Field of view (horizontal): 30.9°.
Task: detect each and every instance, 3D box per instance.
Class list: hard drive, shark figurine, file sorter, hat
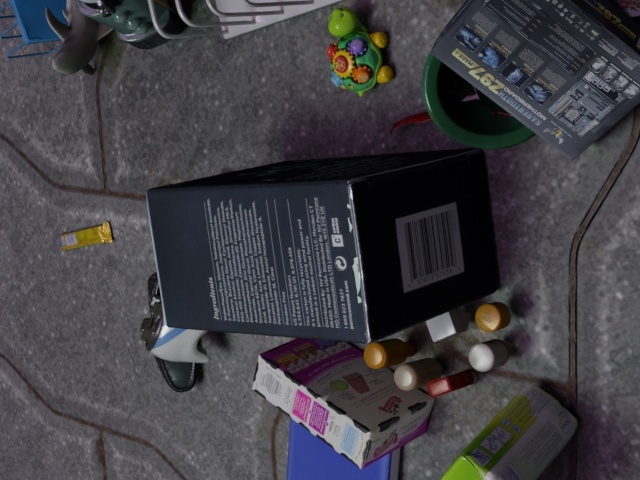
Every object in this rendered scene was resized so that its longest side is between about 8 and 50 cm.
[{"bbox_3d":[0.030,0.419,1.883,0.210,0.040,0.319,15,107,39],"label":"hard drive"},{"bbox_3d":[-0.415,-0.409,2.058,0.116,0.166,0.278,-16,72,19],"label":"shark figurine"},{"bbox_3d":[-0.536,-0.431,2.128,0.104,0.118,0.170,-21,87,47],"label":"file sorter"},{"bbox_3d":[0.207,-0.217,1.572,0.208,0.183,0.173,1,100,-1],"label":"hat"},{"bbox_3d":[-0.120,-0.418,1.712,0.277,0.173,0.193,-8,95,44],"label":"file sorter"}]

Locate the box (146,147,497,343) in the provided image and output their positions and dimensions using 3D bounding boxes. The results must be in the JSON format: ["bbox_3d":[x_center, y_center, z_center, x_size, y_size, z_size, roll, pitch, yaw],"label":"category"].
[{"bbox_3d":[0.000,0.000,1.635,0.395,0.293,0.212,-1,101,42],"label":"box"}]

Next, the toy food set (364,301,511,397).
[{"bbox_3d":[0.189,0.156,1.654,0.232,0.104,0.111,-28,77,32],"label":"toy food set"}]

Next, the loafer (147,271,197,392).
[{"bbox_3d":[-0.265,0.163,2.061,0.078,0.076,0.223,-173,73,-79],"label":"loafer"}]

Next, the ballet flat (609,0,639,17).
[{"bbox_3d":[0.386,-0.278,1.367,0.221,0.077,0.079,-2,119,47],"label":"ballet flat"}]

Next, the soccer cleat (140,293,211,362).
[{"bbox_3d":[-0.192,0.055,1.968,0.116,0.143,0.331,-123,54,-70],"label":"soccer cleat"}]

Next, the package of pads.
[{"bbox_3d":[0.211,0.352,1.586,0.101,0.229,0.297,41,129,14],"label":"package of pads"}]

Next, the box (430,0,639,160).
[{"bbox_3d":[0.276,-0.225,1.397,0.232,0.059,0.183,36,138,-6],"label":"box"}]

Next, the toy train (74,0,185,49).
[{"bbox_3d":[-0.318,-0.414,1.811,0.142,0.334,0.190,-24,85,9],"label":"toy train"}]

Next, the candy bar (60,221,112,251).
[{"bbox_3d":[-0.455,-0.006,2.237,0.161,0.018,0.040,-10,91,44],"label":"candy bar"}]

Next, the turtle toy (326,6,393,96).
[{"bbox_3d":[0.045,-0.272,1.673,0.095,0.066,0.130,-5,99,43],"label":"turtle toy"}]

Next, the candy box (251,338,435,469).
[{"bbox_3d":[0.033,0.234,1.762,0.233,0.159,0.071,31,122,33],"label":"candy box"}]
